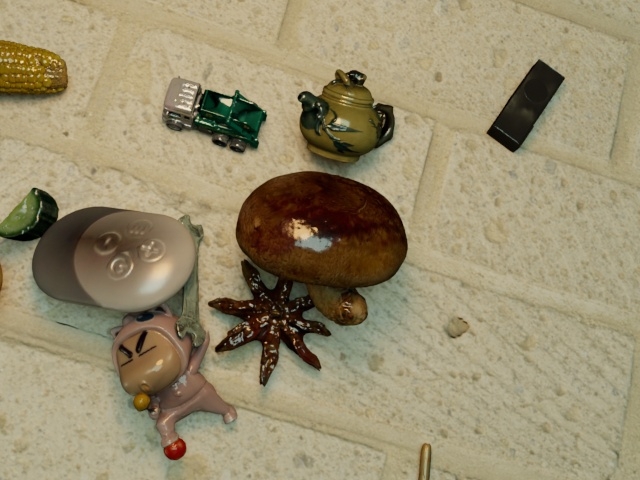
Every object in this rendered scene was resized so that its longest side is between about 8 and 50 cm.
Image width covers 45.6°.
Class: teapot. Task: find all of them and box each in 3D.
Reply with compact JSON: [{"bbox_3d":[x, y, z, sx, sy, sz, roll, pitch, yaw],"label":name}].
[{"bbox_3d":[0.059,-0.269,1.609,0.269,0.173,0.183,-1,115,-36],"label":"teapot"}]

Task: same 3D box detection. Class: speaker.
[{"bbox_3d":[0.478,-0.313,1.764,0.082,0.044,0.218,37,74,0],"label":"speaker"}]

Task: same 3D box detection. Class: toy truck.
[{"bbox_3d":[-0.222,-0.274,1.599,0.216,0.116,0.110,17,75,-5],"label":"toy truck"}]

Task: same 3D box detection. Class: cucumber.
[{"bbox_3d":[-0.568,-0.041,1.494,0.062,0.115,0.116,39,84,1],"label":"cucumber"}]

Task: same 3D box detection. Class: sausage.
[{"bbox_3d":[0.210,0.479,1.544,0.024,0.024,0.132,8,77,-8],"label":"sausage"}]

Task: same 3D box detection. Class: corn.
[{"bbox_3d":[-0.680,-0.355,1.545,0.321,0.119,0.119,5,76,-13],"label":"corn"}]

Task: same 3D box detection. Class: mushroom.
[{"bbox_3d":[0.009,-0.022,1.488,0.345,0.345,0.239,43,104,2],"label":"mushroom"}]

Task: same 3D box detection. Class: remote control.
[{"bbox_3d":[-0.398,0.032,1.463,0.332,0.103,0.221,7,53,17],"label":"remote control"}]

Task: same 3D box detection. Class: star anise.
[{"bbox_3d":[-0.085,0.156,1.539,0.288,0.088,0.288,3,77,-11],"label":"star anise"}]

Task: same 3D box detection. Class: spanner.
[{"bbox_3d":[-0.253,0.074,1.495,0.071,0.017,0.302,27,42,-35],"label":"spanner"}]

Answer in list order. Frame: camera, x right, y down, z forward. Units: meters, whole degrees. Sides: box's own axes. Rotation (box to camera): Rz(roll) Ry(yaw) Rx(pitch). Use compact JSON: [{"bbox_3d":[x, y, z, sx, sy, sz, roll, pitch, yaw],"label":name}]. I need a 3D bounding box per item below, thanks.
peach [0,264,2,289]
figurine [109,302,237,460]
[{"bbox_3d":[-0.686,0.075,1.415,0.184,0.184,0.184,2,77,-9],"label":"peach"},{"bbox_3d":[-0.283,0.260,1.442,0.176,0.186,0.287,-23,98,9],"label":"figurine"}]
